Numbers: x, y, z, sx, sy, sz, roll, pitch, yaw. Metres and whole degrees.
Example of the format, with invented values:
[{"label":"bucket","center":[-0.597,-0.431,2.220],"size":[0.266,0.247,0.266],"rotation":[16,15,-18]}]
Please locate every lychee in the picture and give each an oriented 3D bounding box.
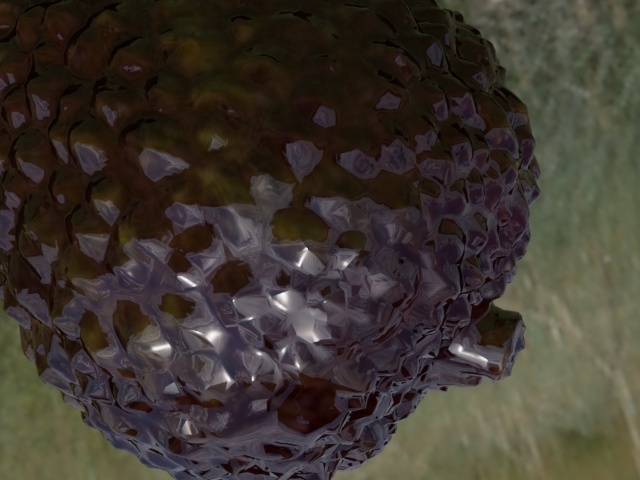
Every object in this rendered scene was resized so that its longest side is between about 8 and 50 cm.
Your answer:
[{"label":"lychee","center":[-0.037,-0.018,0.698],"size":[0.236,0.271,0.236],"rotation":[-52,166,-19]}]

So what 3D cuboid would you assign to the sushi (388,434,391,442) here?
[{"label":"sushi","center":[0.000,0.000,1.176],"size":[0.234,0.207,0.348],"rotation":[12,137,18]}]
